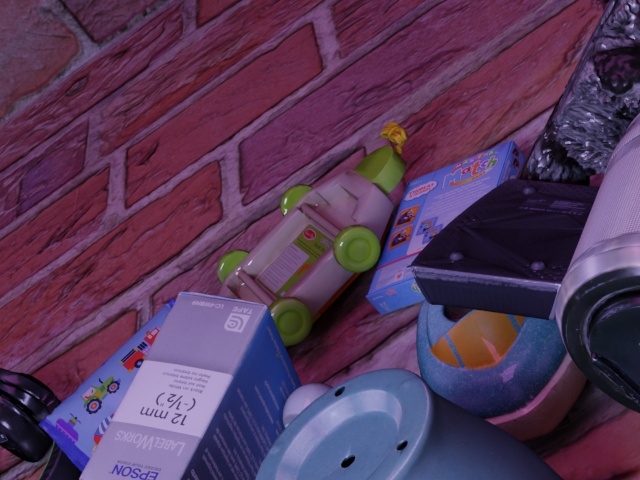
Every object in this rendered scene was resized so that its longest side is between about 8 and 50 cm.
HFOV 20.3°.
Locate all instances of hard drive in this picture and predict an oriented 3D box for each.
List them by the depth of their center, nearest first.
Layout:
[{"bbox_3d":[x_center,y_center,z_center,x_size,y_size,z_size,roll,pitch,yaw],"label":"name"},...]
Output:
[{"bbox_3d":[0.210,0.006,1.751,0.172,0.054,0.254,6,24,27],"label":"hard drive"}]

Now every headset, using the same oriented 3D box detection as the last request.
[{"bbox_3d":[-0.460,0.251,2.331,0.243,0.185,0.394,-41,37,-3],"label":"headset"}]

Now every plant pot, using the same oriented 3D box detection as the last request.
[{"bbox_3d":[0.084,0.254,1.508,0.271,0.255,0.272,-32,26,18],"label":"plant pot"}]

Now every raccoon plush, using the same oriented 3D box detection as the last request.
[{"bbox_3d":[0.400,-0.117,1.853,0.216,0.299,0.446,-63,-2,-24],"label":"raccoon plush"}]

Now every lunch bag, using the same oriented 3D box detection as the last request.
[{"bbox_3d":[-0.147,0.226,2.038,0.221,0.138,0.293,-44,36,-13],"label":"lunch bag"}]

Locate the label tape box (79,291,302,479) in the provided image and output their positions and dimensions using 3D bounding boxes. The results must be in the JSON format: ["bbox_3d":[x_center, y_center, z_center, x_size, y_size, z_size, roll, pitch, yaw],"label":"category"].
[{"bbox_3d":[-0.129,0.262,1.757,0.115,0.249,0.348,9,53,27],"label":"label tape box"}]

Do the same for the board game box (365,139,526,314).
[{"bbox_3d":[0.150,-0.017,2.105,0.160,0.039,0.211,-21,32,35],"label":"board game box"}]

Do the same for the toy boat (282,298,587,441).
[{"bbox_3d":[0.120,0.130,1.783,0.318,0.148,0.267,-37,26,6],"label":"toy boat"}]

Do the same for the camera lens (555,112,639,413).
[{"bbox_3d":[0.343,0.011,1.589,0.219,0.219,0.274,-16,35,41],"label":"camera lens"}]

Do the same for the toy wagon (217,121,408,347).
[{"bbox_3d":[0.000,0.000,2.207,0.344,0.068,0.267,-46,21,-2],"label":"toy wagon"}]
